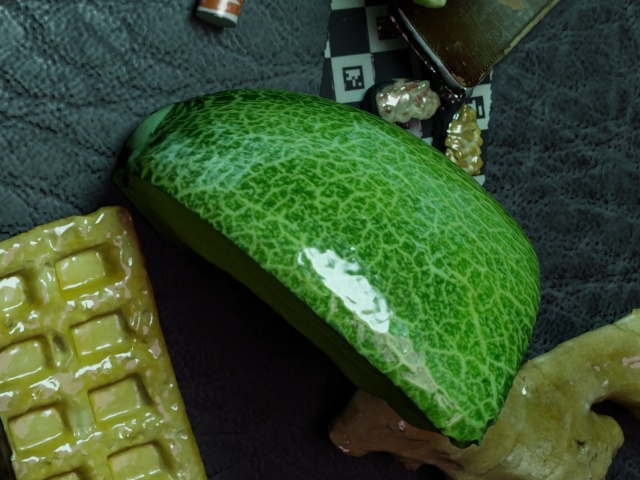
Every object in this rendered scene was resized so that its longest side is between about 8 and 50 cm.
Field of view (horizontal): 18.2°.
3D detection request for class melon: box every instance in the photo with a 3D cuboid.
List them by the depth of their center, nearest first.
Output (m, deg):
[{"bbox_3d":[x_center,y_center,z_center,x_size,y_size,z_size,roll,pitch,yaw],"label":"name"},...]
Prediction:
[{"bbox_3d":[0.000,0.000,1.692,0.343,0.226,0.331,39,41,-17],"label":"melon"}]

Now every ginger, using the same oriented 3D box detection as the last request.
[{"bbox_3d":[0.213,0.168,1.871,0.363,0.122,0.348,-51,120,-7],"label":"ginger"}]

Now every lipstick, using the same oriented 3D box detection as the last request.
[{"bbox_3d":[-0.075,-0.255,1.757,0.038,0.038,0.131,21,81,-26],"label":"lipstick"}]

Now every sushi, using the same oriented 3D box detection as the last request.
[{"bbox_3d":[0.092,-0.121,1.844,0.192,0.043,0.280,8,87,-28],"label":"sushi"}]

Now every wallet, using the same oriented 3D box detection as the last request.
[{"bbox_3d":[0.159,-0.241,1.863,0.122,0.031,0.232,52,59,-11],"label":"wallet"}]

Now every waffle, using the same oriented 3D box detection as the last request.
[{"bbox_3d":[-0.206,0.118,1.683,0.168,0.057,0.274,-19,100,-27],"label":"waffle"}]

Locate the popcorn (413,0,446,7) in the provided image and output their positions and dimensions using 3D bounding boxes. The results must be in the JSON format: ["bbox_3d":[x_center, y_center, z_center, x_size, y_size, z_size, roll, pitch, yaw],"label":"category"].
[{"bbox_3d":[0.107,-0.329,1.746,0.233,0.192,0.266,-3,60,-8],"label":"popcorn"}]
